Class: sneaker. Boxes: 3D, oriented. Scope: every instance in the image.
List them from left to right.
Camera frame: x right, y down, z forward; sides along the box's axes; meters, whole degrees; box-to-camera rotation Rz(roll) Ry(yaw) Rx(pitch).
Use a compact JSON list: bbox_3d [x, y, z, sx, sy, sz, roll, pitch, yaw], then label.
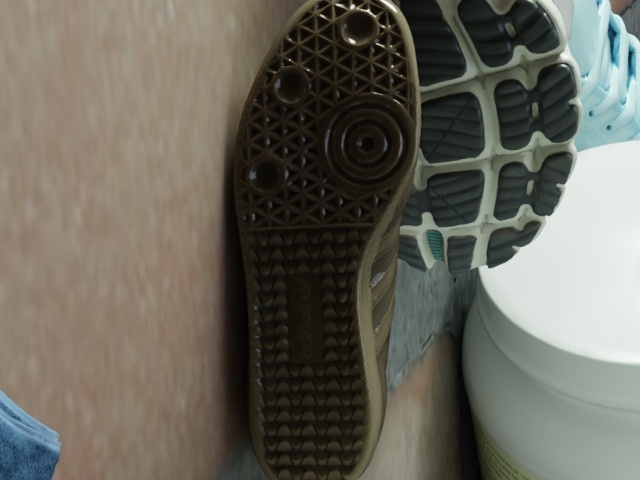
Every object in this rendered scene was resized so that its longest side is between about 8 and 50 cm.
[{"bbox_3d":[0.000,0.000,0.505,0.071,0.066,0.188,-49,146,-85],"label":"sneaker"},{"bbox_3d":[0.062,-0.116,0.585,0.110,0.107,0.275,-67,154,-64],"label":"sneaker"},{"bbox_3d":[0.206,-0.096,0.905,0.366,0.150,0.135,51,45,-62],"label":"sneaker"}]

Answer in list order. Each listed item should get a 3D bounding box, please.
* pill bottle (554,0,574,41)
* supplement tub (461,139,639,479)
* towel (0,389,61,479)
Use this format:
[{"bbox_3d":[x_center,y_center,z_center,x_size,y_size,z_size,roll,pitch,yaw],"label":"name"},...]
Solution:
[{"bbox_3d":[0.098,-0.188,0.673,0.094,0.094,0.169,-3,96,-70],"label":"pill bottle"},{"bbox_3d":[0.215,0.124,0.839,0.235,0.235,0.325,-66,151,-45],"label":"supplement tub"},{"bbox_3d":[-0.096,0.044,0.269,0.119,0.029,0.067,66,34,-52],"label":"towel"}]
